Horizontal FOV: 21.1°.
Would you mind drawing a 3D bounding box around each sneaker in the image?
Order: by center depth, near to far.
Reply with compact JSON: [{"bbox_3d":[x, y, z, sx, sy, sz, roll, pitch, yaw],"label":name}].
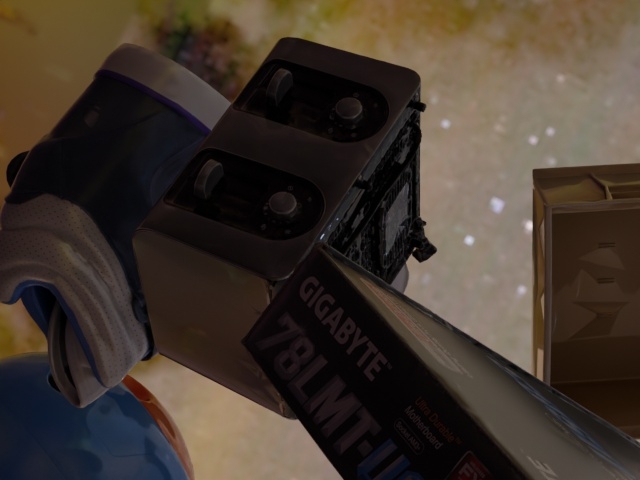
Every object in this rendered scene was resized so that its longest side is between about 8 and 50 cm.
[{"bbox_3d":[-0.097,0.035,1.257,0.130,0.323,0.236,11,-114,52],"label":"sneaker"}]

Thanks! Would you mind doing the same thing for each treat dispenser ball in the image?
[{"bbox_3d":[-0.263,0.250,1.649,0.288,0.288,0.288,-60,-169,20],"label":"treat dispenser ball"}]

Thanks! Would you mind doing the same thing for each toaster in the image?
[{"bbox_3d":[-0.015,-0.004,1.010,0.168,0.110,0.185,-55,158,-29],"label":"toaster"}]

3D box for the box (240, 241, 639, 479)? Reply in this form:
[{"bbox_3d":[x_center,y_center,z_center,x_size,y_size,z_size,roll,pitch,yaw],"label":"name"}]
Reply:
[{"bbox_3d":[0.137,0.148,0.776,0.073,0.293,0.295,-52,-144,6],"label":"box"}]

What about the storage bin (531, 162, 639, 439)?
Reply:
[{"bbox_3d":[0.348,0.060,1.770,0.123,0.260,0.262,-98,-174,-69],"label":"storage bin"}]
